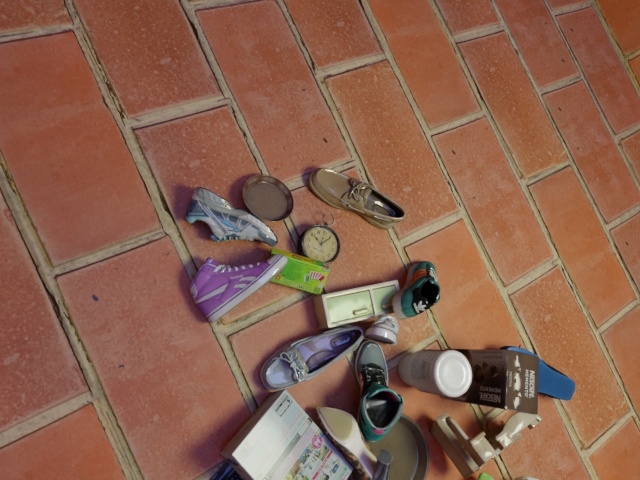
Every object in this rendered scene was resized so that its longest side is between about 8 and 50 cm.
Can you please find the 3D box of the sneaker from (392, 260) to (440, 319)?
[{"bbox_3d":[0.337,0.151,1.435,0.302,0.121,0.108,-44,112,-52],"label":"sneaker"}]

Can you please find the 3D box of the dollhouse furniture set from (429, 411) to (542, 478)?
[{"bbox_3d":[0.544,0.553,1.406,0.356,0.303,0.173,-26,56,-18],"label":"dollhouse furniture set"}]

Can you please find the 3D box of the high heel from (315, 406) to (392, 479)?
[{"bbox_3d":[0.083,0.594,1.277,0.261,0.186,0.093,29,46,30],"label":"high heel"}]

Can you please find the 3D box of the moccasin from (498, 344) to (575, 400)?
[{"bbox_3d":[0.735,0.473,1.577,0.342,0.117,0.137,35,80,-16],"label":"moccasin"}]

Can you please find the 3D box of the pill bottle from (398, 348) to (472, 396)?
[{"bbox_3d":[0.340,0.400,1.371,0.131,0.229,0.131,5,76,-20],"label":"pill bottle"}]

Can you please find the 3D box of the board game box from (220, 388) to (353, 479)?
[{"bbox_3d":[-0.084,0.595,1.206,0.303,0.097,0.224,51,50,-3],"label":"board game box"}]

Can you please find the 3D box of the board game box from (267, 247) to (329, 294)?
[{"bbox_3d":[-0.073,0.093,1.349,0.182,0.043,0.092,16,107,-11],"label":"board game box"}]

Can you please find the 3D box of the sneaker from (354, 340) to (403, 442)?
[{"bbox_3d":[0.163,0.425,1.305,0.124,0.178,0.295,5,64,-9],"label":"sneaker"}]

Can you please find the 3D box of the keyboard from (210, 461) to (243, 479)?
[{"bbox_3d":[-0.213,0.699,1.199,0.201,0.033,0.317,48,67,-6],"label":"keyboard"}]

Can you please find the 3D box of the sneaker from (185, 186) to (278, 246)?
[{"bbox_3d":[-0.263,-0.041,1.323,0.283,0.110,0.122,29,87,-10],"label":"sneaker"}]

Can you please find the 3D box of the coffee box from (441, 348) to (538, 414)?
[{"bbox_3d":[0.520,0.431,1.398,0.119,0.297,0.168,16,73,-17],"label":"coffee box"}]

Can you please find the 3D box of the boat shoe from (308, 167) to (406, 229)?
[{"bbox_3d":[0.126,-0.152,1.478,0.341,0.110,0.121,25,70,-15],"label":"boat shoe"}]

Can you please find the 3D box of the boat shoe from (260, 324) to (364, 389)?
[{"bbox_3d":[-0.023,0.331,1.297,0.321,0.103,0.118,-20,76,-14],"label":"boat shoe"}]

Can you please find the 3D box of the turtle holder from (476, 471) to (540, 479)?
[{"bbox_3d":[0.633,0.872,1.404,0.321,0.243,0.227,11,51,22],"label":"turtle holder"}]

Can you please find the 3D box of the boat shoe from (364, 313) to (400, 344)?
[{"bbox_3d":[0.190,0.262,1.347,0.095,0.258,0.084,11,77,12],"label":"boat shoe"}]

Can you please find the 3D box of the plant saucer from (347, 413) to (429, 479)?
[{"bbox_3d":[0.204,0.663,1.363,0.278,0.041,0.277,5,77,-21],"label":"plant saucer"}]

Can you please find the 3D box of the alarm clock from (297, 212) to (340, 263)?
[{"bbox_3d":[0.000,0.000,1.421,0.130,0.064,0.191,25,73,-14],"label":"alarm clock"}]

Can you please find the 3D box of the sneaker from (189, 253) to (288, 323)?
[{"bbox_3d":[-0.239,0.089,1.259,0.282,0.102,0.161,-35,86,-6],"label":"sneaker"}]

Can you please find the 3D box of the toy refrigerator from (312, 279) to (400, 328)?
[{"bbox_3d":[0.122,0.199,1.407,0.270,0.094,0.102,-8,81,-23],"label":"toy refrigerator"}]

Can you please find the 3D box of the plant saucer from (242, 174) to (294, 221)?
[{"bbox_3d":[-0.164,-0.127,1.387,0.169,0.029,0.168,13,59,-24],"label":"plant saucer"}]
